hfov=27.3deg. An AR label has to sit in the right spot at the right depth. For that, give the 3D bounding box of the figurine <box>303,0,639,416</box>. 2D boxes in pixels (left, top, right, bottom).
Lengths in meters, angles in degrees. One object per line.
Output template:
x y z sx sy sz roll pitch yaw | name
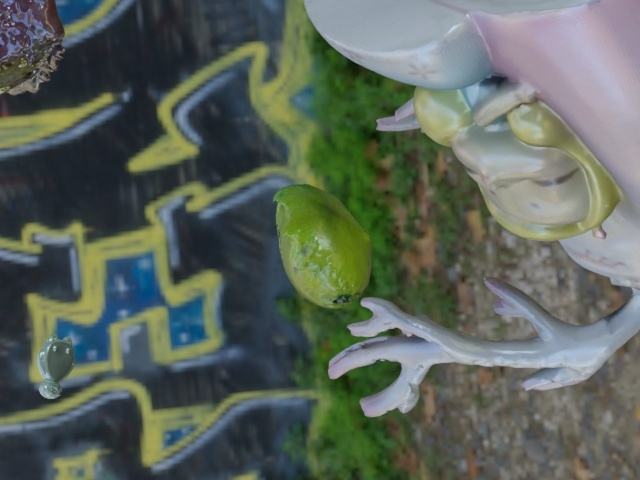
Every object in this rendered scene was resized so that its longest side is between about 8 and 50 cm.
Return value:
0.102 -0.054 0.691 0.316 0.284 0.206 54 -130 -38 | figurine

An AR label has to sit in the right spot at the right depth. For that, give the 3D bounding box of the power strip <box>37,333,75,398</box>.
-0.340 0.164 1.702 0.035 0.055 0.083 0 77 47 | power strip

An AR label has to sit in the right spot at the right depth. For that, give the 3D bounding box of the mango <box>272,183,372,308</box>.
0.001 0.000 1.493 0.178 0.100 0.119 -118 16 -46 | mango

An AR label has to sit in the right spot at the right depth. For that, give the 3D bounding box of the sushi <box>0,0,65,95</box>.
-0.380 -0.207 1.434 0.241 0.161 0.107 -19 94 65 | sushi
